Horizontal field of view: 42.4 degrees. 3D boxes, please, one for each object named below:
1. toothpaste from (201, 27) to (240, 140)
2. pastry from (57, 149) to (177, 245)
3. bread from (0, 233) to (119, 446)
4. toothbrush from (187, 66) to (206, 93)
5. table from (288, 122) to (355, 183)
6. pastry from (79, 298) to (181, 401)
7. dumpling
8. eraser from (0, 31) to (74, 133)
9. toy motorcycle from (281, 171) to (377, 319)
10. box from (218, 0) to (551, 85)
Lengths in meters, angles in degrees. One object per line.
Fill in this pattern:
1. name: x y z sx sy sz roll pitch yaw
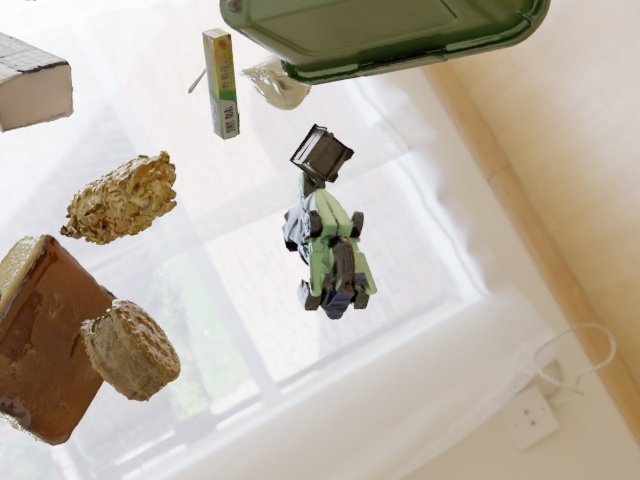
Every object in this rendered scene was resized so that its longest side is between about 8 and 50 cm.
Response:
1. toothpaste: -0.161 -0.253 1.342 0.043 0.037 0.179 36 139 42
2. pastry: -0.350 -0.057 1.405 0.249 0.154 0.102 -23 127 33
3. bread: -0.554 0.202 1.645 0.143 0.333 0.324 7 150 33
4. toothbrush: -0.211 -0.327 1.543 0.011 0.131 0.013 19 162 47
5. table: 0.005 -0.152 1.462 0.070 0.083 0.082 36 177 -21
6. pastry: -0.340 0.196 1.490 0.189 0.103 0.189 51 -176 -5
7. dumpling: -0.100 -0.336 1.713 0.155 0.111 0.181 13 160 25
8. eraser: -0.500 -0.250 1.220 0.287 0.130 0.086 26 128 31
9. toy motorcycle: 0.000 0.000 1.546 0.331 0.125 0.196 -109 25 -44
10. box: 0.050 -0.311 0.840 0.328 0.177 0.253 -5 83 37
